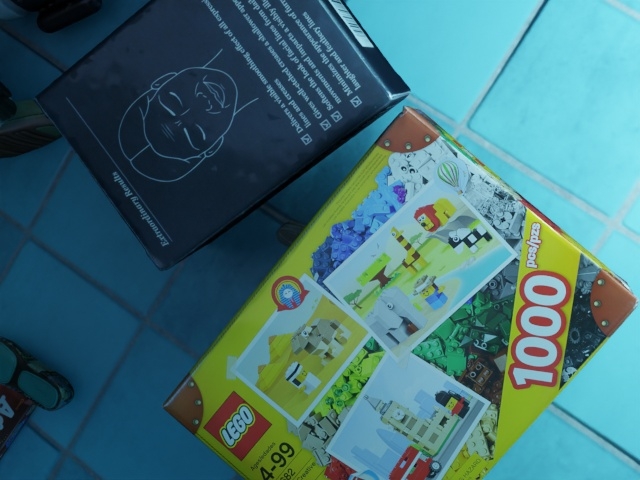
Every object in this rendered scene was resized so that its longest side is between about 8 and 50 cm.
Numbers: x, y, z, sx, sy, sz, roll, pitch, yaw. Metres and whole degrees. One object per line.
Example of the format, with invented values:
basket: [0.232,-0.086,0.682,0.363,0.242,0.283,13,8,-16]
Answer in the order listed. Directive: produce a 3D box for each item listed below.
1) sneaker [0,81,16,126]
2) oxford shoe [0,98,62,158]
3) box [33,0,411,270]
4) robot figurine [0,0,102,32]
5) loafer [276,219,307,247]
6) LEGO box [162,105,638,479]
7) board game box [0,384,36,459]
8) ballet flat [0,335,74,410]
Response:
sneaker: [-0.645,-0.246,1.578,0.410,0.158,0.182,40,104,3]
oxford shoe: [-0.577,-0.201,1.724,0.397,0.140,0.146,-4,82,16]
box: [-0.126,-0.198,1.512,0.395,0.212,0.293,-35,91,14]
robot figurine: [-0.422,-0.443,1.651,0.278,0.173,0.209,-24,65,16]
loafer: [0.000,0.000,1.587,0.125,0.039,0.045,20,130,14]
LEGO box: [0.104,0.134,1.450,0.372,0.193,0.500,40,101,6]
board game box: [-0.577,0.319,1.779,0.145,0.027,0.281,38,101,13]
ballet flat: [-0.459,0.204,1.723,0.188,0.070,0.070,35,100,19]
